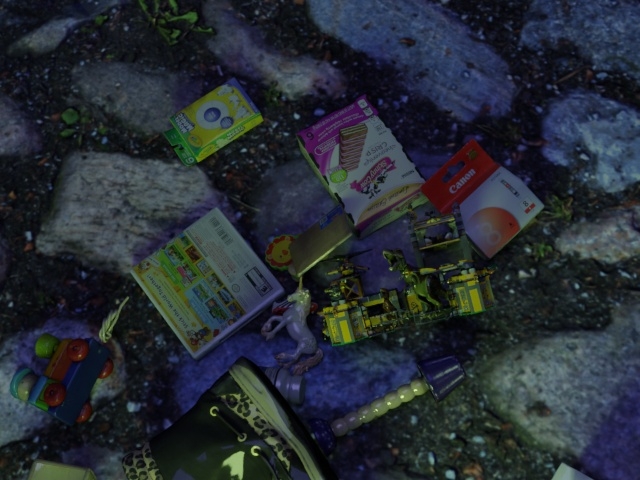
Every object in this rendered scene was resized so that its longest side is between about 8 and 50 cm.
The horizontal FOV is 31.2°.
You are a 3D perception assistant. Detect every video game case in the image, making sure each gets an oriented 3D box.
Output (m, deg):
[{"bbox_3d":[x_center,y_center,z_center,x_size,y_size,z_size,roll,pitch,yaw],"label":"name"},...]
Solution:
[{"bbox_3d":[-0.210,0.077,2.116,0.206,0.026,0.227,-37,66,-7],"label":"video game case"}]

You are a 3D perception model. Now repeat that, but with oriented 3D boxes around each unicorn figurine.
[{"bbox_3d":[-0.048,0.154,2.025,0.111,0.060,0.162,-29,100,-2],"label":"unicorn figurine"}]

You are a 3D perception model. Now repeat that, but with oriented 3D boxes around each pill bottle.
[{"bbox_3d":[-0.089,0.254,1.991,0.120,0.067,0.067,4,67,12],"label":"pill bottle"}]

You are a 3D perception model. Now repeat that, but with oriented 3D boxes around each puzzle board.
[{"bbox_3d":[0.000,0.000,2.049,0.128,0.011,0.096,-38,34,15],"label":"puzzle board"}]

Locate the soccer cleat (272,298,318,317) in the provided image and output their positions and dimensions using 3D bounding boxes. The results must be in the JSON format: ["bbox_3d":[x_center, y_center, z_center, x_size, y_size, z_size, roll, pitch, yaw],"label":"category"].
[{"bbox_3d":[-0.047,0.119,2.067,0.083,0.029,0.036,-9,40,-1],"label":"soccer cleat"}]

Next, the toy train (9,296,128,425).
[{"bbox_3d":[-0.452,0.198,2.072,0.143,0.105,0.248,13,69,30],"label":"toy train"}]

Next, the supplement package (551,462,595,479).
[{"bbox_3d":[0.394,0.512,1.746,0.204,0.145,0.262,28,73,20],"label":"supplement package"}]

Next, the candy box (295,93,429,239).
[{"bbox_3d":[0.078,-0.139,2.135,0.159,0.071,0.233,-30,65,-5],"label":"candy box"}]

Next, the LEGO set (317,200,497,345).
[{"bbox_3d":[0.137,0.043,1.939,0.331,0.255,0.192,-14,91,16],"label":"LEGO set"}]

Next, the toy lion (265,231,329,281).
[{"bbox_3d":[-0.049,0.021,2.111,0.100,0.034,0.096,-40,58,-9],"label":"toy lion"}]

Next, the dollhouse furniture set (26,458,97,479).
[{"bbox_3d":[-0.410,0.484,1.845,0.212,0.242,0.161,7,55,12],"label":"dollhouse furniture set"}]

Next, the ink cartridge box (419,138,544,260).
[{"bbox_3d":[0.290,-0.077,2.051,0.145,0.045,0.179,-42,91,-10],"label":"ink cartridge box"}]

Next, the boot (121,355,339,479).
[{"bbox_3d":[-0.129,0.411,1.859,0.284,0.138,0.377,-35,72,0],"label":"boot"}]

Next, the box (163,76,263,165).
[{"bbox_3d":[-0.215,-0.232,2.246,0.179,0.043,0.105,-34,64,-4],"label":"box"}]

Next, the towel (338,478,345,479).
[{"bbox_3d":[-0.080,0.473,1.911,0.285,0.034,0.209,13,68,16],"label":"towel"}]

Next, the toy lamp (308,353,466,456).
[{"bbox_3d":[0.117,0.275,1.942,0.274,0.080,0.080,-28,64,0],"label":"toy lamp"}]
